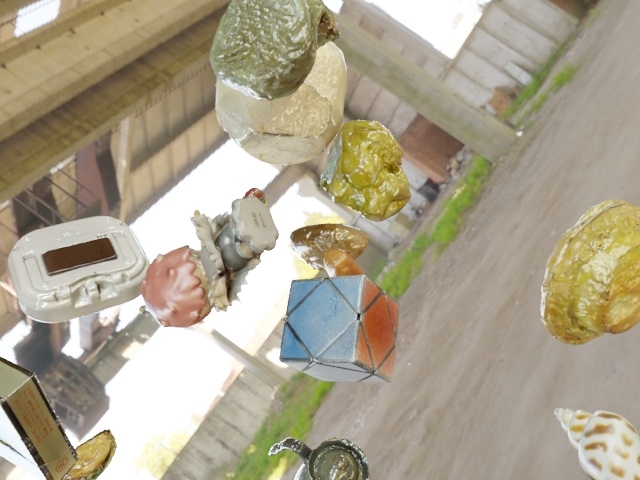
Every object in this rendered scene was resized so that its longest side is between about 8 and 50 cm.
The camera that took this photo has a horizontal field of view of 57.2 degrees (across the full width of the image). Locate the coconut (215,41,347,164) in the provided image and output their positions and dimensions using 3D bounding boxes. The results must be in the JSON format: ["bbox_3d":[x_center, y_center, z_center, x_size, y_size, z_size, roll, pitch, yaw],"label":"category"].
[{"bbox_3d":[-0.102,-0.402,1.543,0.346,0.346,0.360,114,156,-72],"label":"coconut"}]

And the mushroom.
[{"bbox_3d":[0.000,0.000,1.797,0.285,0.151,0.156,-9,60,43],"label":"mushroom"}]

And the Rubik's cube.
[{"bbox_3d":[0.048,0.212,1.378,0.207,0.205,0.205,38,-127,-51],"label":"Rubik's cube"}]

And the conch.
[{"bbox_3d":[0.706,0.517,1.458,0.275,0.148,0.183,-116,35,-56],"label":"conch"}]

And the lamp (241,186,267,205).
[{"bbox_3d":[-0.234,-0.138,2.076,0.101,0.090,0.101,8,-90,-66],"label":"lamp"}]

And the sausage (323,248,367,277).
[{"bbox_3d":[0.085,0.112,1.650,0.098,0.098,0.238,-54,-46,-21],"label":"sausage"}]

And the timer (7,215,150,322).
[{"bbox_3d":[-0.494,0.049,1.215,0.262,0.237,0.087,-17,-46,-27],"label":"timer"}]

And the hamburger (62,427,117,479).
[{"bbox_3d":[-0.582,0.565,1.470,0.176,0.102,0.087,-31,-15,-33],"label":"hamburger"}]

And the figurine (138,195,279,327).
[{"bbox_3d":[-0.226,0.071,1.094,0.166,0.207,0.387,4,-36,-47],"label":"figurine"}]

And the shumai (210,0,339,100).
[{"bbox_3d":[-0.083,-0.401,1.229,0.260,0.225,0.222,-41,-15,22],"label":"shumai"}]

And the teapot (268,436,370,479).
[{"bbox_3d":[0.019,0.680,1.755,0.223,0.305,0.285,-24,-32,-29],"label":"teapot"}]

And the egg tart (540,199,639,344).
[{"bbox_3d":[0.794,0.107,1.611,0.443,0.443,0.178,-55,37,0],"label":"egg tart"}]

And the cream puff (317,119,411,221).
[{"bbox_3d":[0.155,-0.217,1.775,0.323,0.269,0.274,-115,41,-68],"label":"cream puff"}]

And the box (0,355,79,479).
[{"bbox_3d":[-0.637,0.360,1.212,0.084,0.198,0.310,-50,-31,-42],"label":"box"}]
